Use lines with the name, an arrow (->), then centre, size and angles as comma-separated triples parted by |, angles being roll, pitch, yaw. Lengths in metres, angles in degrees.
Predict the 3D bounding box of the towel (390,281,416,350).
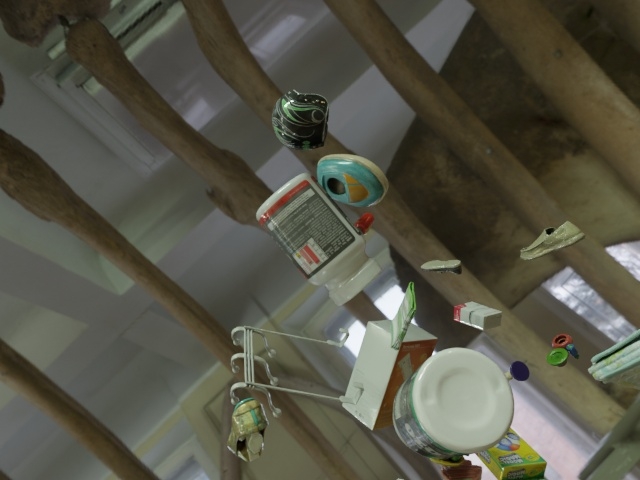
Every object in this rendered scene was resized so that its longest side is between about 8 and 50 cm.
towel -> 0.212, 0.196, 1.380 | 0.023, 0.113, 0.152 | 13, -56, -5

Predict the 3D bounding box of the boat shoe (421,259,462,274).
boat shoe -> 0.569, 0.135, 2.498 | 0.075, 0.206, 0.065 | -41, -64, -42

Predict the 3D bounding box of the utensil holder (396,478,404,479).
utensil holder -> 0.279, 0.922, 1.470 | 0.385, 0.328, 0.327 | -59, -28, -22

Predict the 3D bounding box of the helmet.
helmet -> -0.060, -0.345, 1.532 | 0.169, 0.162, 0.169 | 9, -90, -88

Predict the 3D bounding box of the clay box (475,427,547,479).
clay box -> 0.477, 0.548, 1.373 | 0.127, 0.222, 0.053 | 1, -77, -17

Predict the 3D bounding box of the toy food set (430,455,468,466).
toy food set -> 0.423, 0.689, 1.781 | 0.218, 0.128, 0.071 | 16, -95, -60

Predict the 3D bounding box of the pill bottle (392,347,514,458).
pill bottle -> 0.275, 0.379, 1.192 | 0.204, 0.204, 0.361 | -36, -19, -16

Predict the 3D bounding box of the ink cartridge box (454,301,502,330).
ink cartridge box -> 0.617, 0.296, 2.082 | 0.109, 0.150, 0.063 | -7, -76, -34

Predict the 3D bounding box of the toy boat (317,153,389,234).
toy boat -> 0.111, -0.138, 1.804 | 0.148, 0.267, 0.318 | -47, -45, -36

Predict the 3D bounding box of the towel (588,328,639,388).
towel -> 1.013, 0.320, 1.524 | 0.321, 0.090, 0.374 | 16, -44, -26

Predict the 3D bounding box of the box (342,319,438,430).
box -> 0.250, 0.477, 1.924 | 0.215, 0.168, 0.345 | 5, -74, -42

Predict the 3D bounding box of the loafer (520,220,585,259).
loafer -> 0.868, 0.000, 2.016 | 0.102, 0.092, 0.268 | -16, -11, -37

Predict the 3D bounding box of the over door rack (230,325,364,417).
over door rack -> -0.070, 0.334, 1.376 | 0.324, 0.239, 0.108 | 4, -61, -11

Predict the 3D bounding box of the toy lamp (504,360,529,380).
toy lamp -> 0.649, 0.507, 1.929 | 0.080, 0.080, 0.274 | -27, -18, -28

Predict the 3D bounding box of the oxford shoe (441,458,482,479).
oxford shoe -> 0.502, 0.865, 1.871 | 0.141, 0.146, 0.397 | -6, -16, 12

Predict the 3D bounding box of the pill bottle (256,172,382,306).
pill bottle -> 0.000, 0.000, 1.549 | 0.210, 0.363, 0.210 | -40, -2, -1

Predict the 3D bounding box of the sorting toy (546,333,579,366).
sorting toy -> 0.581, 0.269, 1.264 | 0.061, 0.042, 0.102 | -20, 24, 47

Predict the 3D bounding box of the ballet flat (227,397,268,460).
ballet flat -> -0.214, 0.598, 1.603 | 0.123, 0.123, 0.348 | -26, -31, -29
